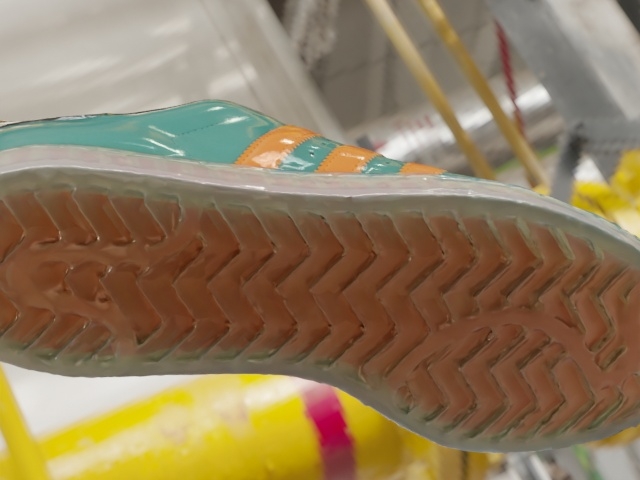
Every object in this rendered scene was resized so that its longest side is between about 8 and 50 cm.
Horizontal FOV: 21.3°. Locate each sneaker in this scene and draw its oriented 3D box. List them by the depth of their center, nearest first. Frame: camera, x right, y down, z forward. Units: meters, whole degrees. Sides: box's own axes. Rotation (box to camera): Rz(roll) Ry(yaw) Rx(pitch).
[{"bbox_3d":[0.000,0.000,0.664,0.302,0.121,0.108,11,-68,-16],"label":"sneaker"}]
